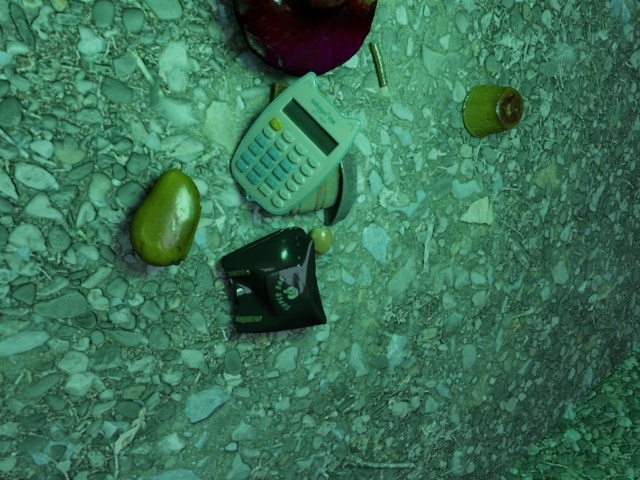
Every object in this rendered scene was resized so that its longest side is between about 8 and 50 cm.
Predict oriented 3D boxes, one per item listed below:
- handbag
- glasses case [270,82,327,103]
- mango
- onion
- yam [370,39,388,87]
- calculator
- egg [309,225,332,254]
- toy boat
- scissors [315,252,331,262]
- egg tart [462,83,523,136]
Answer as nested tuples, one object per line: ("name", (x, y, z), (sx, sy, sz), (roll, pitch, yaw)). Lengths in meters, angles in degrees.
("handbag", (-0.144, 0.139, 1.242), (0.288, 0.152, 0.341), (-14, 107, -13))
("glasses case", (-0.066, -0.428, 1.209), (0.170, 0.041, 0.064), (-1, 113, -29))
("mango", (-0.402, -0.057, 1.063), (0.167, 0.130, 0.261), (23, 84, -25))
("onion", (-0.002, -0.606, 0.985), (0.399, 0.420, 0.397), (-13, 118, -25))
("yam", (0.195, -0.581, 1.319), (0.032, 0.032, 0.145), (-27, 114, -20))
("calculator", (-0.083, -0.250, 1.123), (0.256, 0.054, 0.386), (46, 106, 1))
("egg", (0.000, 0.000, 1.316), (0.080, 0.080, 0.096), (-1, 109, -28))
("toy boat", (-0.008, -0.168, 1.233), (0.294, 0.111, 0.275), (4, 122, -34))
("scissors", (0.002, 0.067, 1.373), (0.084, 0.006, 0.035), (-13, 108, -25))
("egg tart", (0.658, -0.495, 1.518), (0.203, 0.147, 0.202), (-6, 104, -24))
